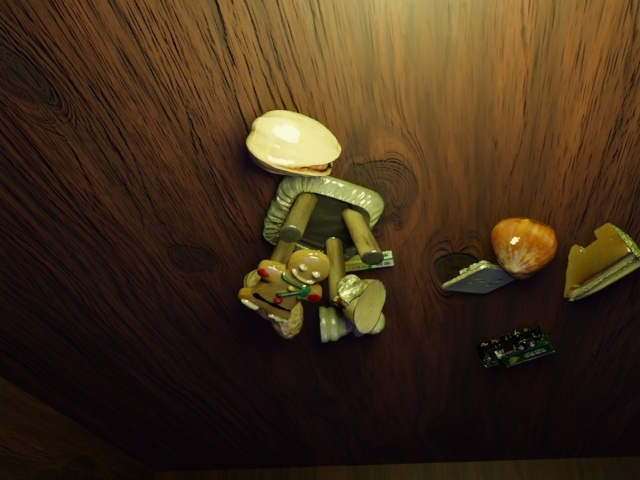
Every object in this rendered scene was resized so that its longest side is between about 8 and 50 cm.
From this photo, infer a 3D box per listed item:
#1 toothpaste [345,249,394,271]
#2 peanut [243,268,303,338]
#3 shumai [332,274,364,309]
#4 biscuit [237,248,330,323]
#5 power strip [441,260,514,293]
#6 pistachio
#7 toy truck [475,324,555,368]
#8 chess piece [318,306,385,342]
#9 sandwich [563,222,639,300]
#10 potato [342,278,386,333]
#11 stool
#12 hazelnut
[{"bbox_3d":[0.146,0.068,1.322,0.178,0.037,0.043,-9,132,12],"label":"toothpaste"},{"bbox_3d":[-0.152,0.223,1.414,0.140,0.153,0.325,-13,126,22],"label":"peanut"},{"bbox_3d":[0.075,0.142,1.058,0.082,0.080,0.083,11,134,-11],"label":"shumai"},{"bbox_3d":[-0.089,0.122,1.073,0.197,0.049,0.301,29,129,-27],"label":"biscuit"},{"bbox_3d":[0.516,0.106,1.310,0.213,0.065,0.198,9,151,-28],"label":"power strip"},{"bbox_3d":[-0.063,-0.221,0.969,0.229,0.157,0.157,10,136,-24],"label":"pistachio"},{"bbox_3d":[0.757,0.422,1.605,0.259,0.088,0.121,-30,126,27],"label":"toy truck"},{"bbox_3d":[0.117,0.304,1.504,0.243,0.133,0.133,-3,135,0],"label":"chess piece"},{"bbox_3d":[0.830,0.076,1.231,0.122,0.128,0.236,20,134,-21],"label":"sandwich"},{"bbox_3d":[0.130,0.212,1.406,0.117,0.182,0.202,19,155,35],"label":"potato"},{"bbox_3d":[0.000,0.000,1.133,0.310,0.226,0.310,15,134,-14],"label":"stool"},{"bbox_3d":[0.576,0.019,1.151,0.182,0.182,0.182,2,135,2],"label":"hazelnut"}]
